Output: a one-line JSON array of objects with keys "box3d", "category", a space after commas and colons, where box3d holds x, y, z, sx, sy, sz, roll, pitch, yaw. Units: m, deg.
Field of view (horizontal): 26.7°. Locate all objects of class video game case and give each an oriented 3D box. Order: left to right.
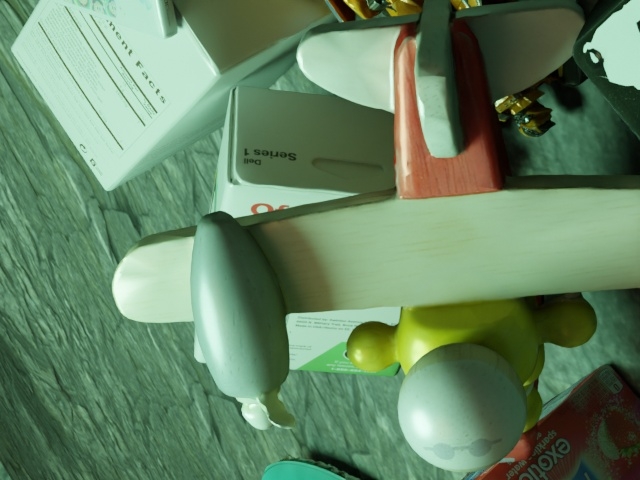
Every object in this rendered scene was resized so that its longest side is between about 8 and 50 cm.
[{"box3d": [-0.179, -0.243, 1.069, 0.157, 0.019, 0.143, 23, 133, 40], "category": "video game case"}]

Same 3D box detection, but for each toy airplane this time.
[{"box3d": [0.101, 0.024, 0.938, 0.384, 0.272, 0.386, 28, 134, -23], "category": "toy airplane"}]

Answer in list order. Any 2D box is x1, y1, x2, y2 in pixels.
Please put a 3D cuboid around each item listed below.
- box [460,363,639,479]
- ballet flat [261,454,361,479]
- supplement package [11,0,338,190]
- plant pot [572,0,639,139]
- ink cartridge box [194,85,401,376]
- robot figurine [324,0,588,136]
[{"box3d": [0.184, 0.239, 1.170, 0.122, 0.257, 0.128, 50, 148, 8], "category": "box"}, {"box3d": [0.091, 0.390, 1.571, 0.409, 0.147, 0.147, 25, 139, 38], "category": "ballet flat"}, {"box3d": [-0.129, -0.199, 1.225, 0.175, 0.177, 0.293, 57, 147, 0], "category": "supplement package"}, {"box3d": [0.265, -0.127, 0.794, 0.188, 0.167, 0.187, 50, 149, 3], "category": "plant pot"}, {"box3d": [0.000, 0.000, 1.219, 0.201, 0.117, 0.278, 5, 143, -8], "category": "ink cartridge box"}, {"box3d": [0.080, -0.194, 1.047, 0.291, 0.085, 0.211, 54, 149, 0], "category": "robot figurine"}]
